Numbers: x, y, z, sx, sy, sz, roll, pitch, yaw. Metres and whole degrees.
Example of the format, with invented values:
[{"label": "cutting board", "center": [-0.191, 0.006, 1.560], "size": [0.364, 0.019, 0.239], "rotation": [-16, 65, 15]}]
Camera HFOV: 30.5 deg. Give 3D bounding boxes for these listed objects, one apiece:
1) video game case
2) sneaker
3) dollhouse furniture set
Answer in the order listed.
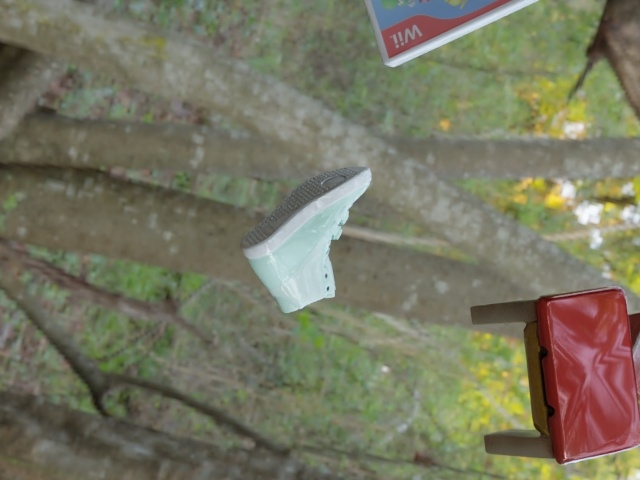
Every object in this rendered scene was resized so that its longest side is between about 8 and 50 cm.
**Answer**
[{"label": "video game case", "center": [0.124, -0.370, 1.357], "size": [0.025, 0.204, 0.285], "rotation": [4, 67, -61]}, {"label": "sneaker", "center": [-0.001, 0.000, 1.770], "size": [0.256, 0.094, 0.151], "rotation": [-40, 118, -30]}, {"label": "dollhouse furniture set", "center": [0.238, 0.209, 0.733], "size": [0.152, 0.201, 0.373], "rotation": [-6, -89, 63]}]
